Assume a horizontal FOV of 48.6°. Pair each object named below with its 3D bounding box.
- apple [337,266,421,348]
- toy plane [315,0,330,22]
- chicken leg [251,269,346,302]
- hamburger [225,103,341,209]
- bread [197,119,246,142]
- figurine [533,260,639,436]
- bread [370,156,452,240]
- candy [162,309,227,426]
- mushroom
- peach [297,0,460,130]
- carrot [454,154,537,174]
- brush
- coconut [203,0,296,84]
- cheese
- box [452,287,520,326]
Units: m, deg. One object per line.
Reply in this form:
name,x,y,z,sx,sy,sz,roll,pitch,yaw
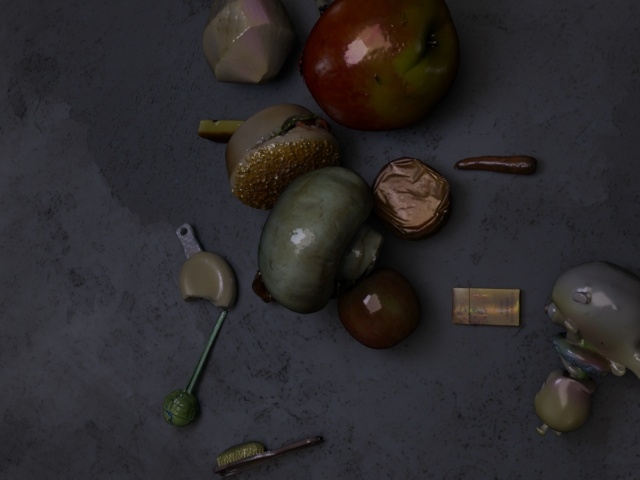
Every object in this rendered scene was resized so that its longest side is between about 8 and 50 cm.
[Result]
apple,0.140,0.162,1.658,0.188,0.188,0.174,-38,88,15
toy plane,0.008,-0.597,1.844,0.108,0.092,0.287,-30,75,43
chicken leg,-0.056,0.109,1.808,0.251,0.087,0.108,5,105,16
hamburger,-0.092,-0.193,1.736,0.302,0.302,0.170,-39,62,15
bread,-0.212,-0.291,1.899,0.226,0.088,0.049,5,84,22
figurine,0.564,0.248,1.470,0.274,0.226,0.395,36,110,48
bread,0.218,-0.095,1.697,0.199,0.104,0.199,-3,82,18
candy,-0.326,0.340,1.903,0.093,0.092,0.336,21,85,59
mushroom,0.000,0.000,1.624,0.260,0.352,0.352,25,95,-2
peach,0.129,-0.428,1.645,0.369,0.370,0.370,-2,84,22
carrot,0.407,-0.179,1.657,0.191,0.047,0.047,6,87,23
brush,-0.138,0.531,1.808,0.312,0.072,0.067,-22,63,18
coconut,-0.185,-0.516,1.832,0.259,0.259,0.260,-2,84,22
cheese,-0.310,0.065,1.915,0.163,0.070,0.249,-10,81,21
box,0.385,0.154,1.648,0.156,0.022,0.089,2,85,22
